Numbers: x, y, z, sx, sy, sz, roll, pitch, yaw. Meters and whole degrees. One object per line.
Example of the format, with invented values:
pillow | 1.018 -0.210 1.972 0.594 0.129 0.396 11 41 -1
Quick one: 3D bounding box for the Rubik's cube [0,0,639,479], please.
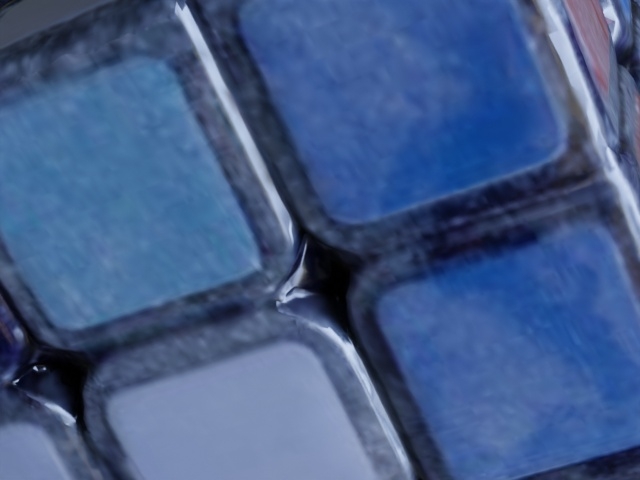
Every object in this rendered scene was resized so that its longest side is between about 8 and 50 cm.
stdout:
Rubik's cube | 0.000 0.000 0.719 0.362 0.363 0.359 64 18 -18
